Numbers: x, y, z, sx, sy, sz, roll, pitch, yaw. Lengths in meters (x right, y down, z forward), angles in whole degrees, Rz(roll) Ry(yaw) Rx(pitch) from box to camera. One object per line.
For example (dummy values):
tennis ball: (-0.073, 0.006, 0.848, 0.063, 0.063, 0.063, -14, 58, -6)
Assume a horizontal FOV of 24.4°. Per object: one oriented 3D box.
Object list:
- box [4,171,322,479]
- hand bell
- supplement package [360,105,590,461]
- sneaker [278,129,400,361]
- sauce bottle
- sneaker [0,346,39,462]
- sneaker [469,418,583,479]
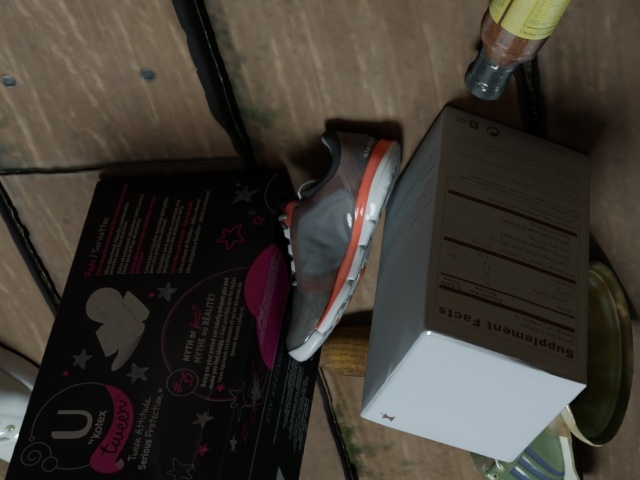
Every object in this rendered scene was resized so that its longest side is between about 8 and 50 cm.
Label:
box: (-0.092, 0.098, 0.988, 0.142, 0.247, 0.163, 0, 141, 15)
hand bell: (0.089, 0.082, 1.068, 0.242, 0.126, 0.126, -3, 141, 32)
supplement package: (0.098, 0.026, 0.916, 0.105, 0.179, 0.105, 18, 141, -11)
sneaker: (0.000, 0.000, 0.966, 0.065, 0.061, 0.158, 22, 97, 6)
sauce bottle: (0.114, -0.130, 0.831, 0.042, 0.042, 0.128, 17, 143, -9)
sneaker: (-0.308, 0.131, 1.176, 0.106, 0.123, 0.290, -18, 135, 27)
sneaker: (0.159, 0.164, 1.165, 0.086, 0.064, 0.192, -6, 142, 11)
